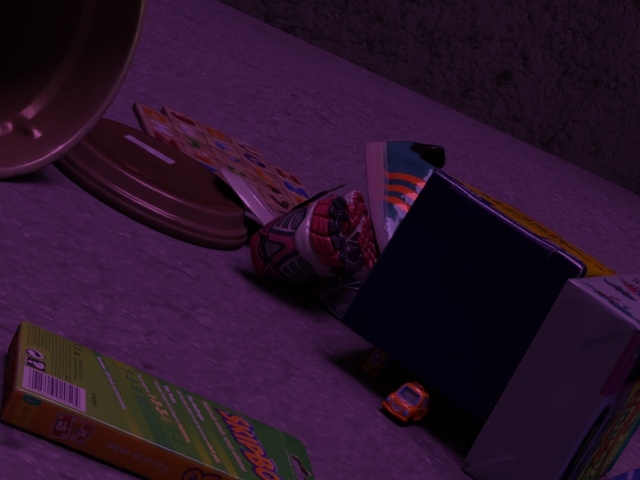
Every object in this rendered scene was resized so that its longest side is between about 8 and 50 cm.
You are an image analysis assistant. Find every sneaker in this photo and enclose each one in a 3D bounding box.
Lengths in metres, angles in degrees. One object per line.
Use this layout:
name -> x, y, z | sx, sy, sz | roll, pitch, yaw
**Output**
sneaker -> 0.000, 0.000, 1.795 | 0.112, 0.121, 0.299 | -13, -8, 13
sneaker -> 0.126, -0.035, 1.957 | 0.121, 0.108, 0.302 | -7, 42, 3

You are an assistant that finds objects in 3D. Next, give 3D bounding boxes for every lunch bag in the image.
lunch bag -> 0.051, 0.074, 1.742 | 0.083, 0.053, 0.071 | 24, 9, 23

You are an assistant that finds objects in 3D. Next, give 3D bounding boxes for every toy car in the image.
toy car -> 0.073, 0.146, 1.546 | 0.060, 0.040, 0.122 | 17, 19, -43

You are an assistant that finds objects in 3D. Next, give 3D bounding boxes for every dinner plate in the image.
dinner plate -> -0.077, -0.041, 1.859 | 0.141, 0.017, 0.141 | 51, 1, -2

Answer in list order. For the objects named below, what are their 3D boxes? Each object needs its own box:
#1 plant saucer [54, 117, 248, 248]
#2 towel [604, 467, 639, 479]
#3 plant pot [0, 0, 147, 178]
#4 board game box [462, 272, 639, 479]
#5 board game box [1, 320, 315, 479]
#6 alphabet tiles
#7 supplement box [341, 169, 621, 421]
plant saucer -> -0.205, -0.078, 1.789 | 0.278, 0.041, 0.278 | 27, 13, -7
towel -> 0.381, 0.229, 1.379 | 0.040, 0.336, 0.243 | 66, 16, -1
plant pot -> -0.408, -0.272, 1.572 | 0.305, 0.334, 0.334 | 24, 9, 29
board game box -> 0.287, 0.154, 1.569 | 0.097, 0.224, 0.303 | 34, 15, 20
board game box -> -0.121, 0.148, 1.151 | 0.259, 0.039, 0.124 | 23, 16, -17
alphabet tiles -> -0.125, -0.104, 2.108 | 0.285, 0.011, 0.342 | 24, 15, -23
supplement box -> 0.204, 0.071, 1.676 | 0.194, 0.195, 0.356 | 35, 7, 20
